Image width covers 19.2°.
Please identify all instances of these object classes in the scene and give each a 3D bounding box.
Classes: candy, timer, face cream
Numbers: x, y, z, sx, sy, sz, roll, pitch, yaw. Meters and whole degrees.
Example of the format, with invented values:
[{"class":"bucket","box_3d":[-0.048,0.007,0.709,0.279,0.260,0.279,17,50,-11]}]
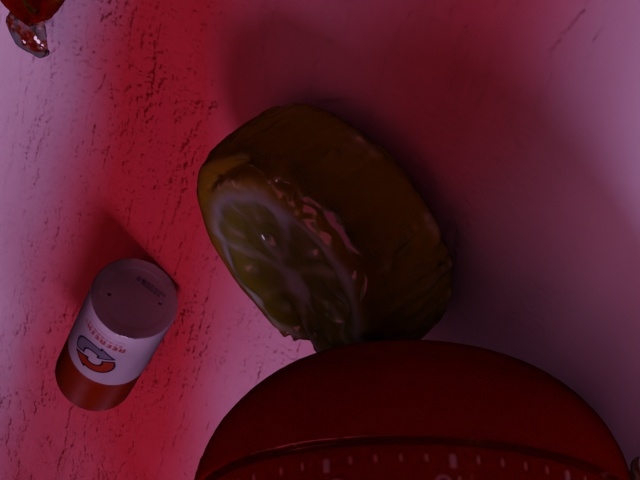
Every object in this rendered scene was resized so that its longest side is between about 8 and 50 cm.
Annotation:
[{"class":"candy","box_3d":[-0.264,-0.271,1.791,0.086,0.059,0.292,49,148,10]},{"class":"timer","box_3d":[0.079,0.239,1.596,0.378,0.279,0.378,3,155,1]},{"class":"candy","box_3d":[0.000,0.000,1.684,0.260,0.118,0.260,35,147,27]},{"class":"face cream","box_3d":[-0.229,0.109,2.096,0.096,0.096,0.214,46,148,8]}]

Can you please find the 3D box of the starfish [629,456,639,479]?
[{"class":"starfish","box_3d":[0.309,0.261,1.626,0.130,0.041,0.133,38,145,44]}]
